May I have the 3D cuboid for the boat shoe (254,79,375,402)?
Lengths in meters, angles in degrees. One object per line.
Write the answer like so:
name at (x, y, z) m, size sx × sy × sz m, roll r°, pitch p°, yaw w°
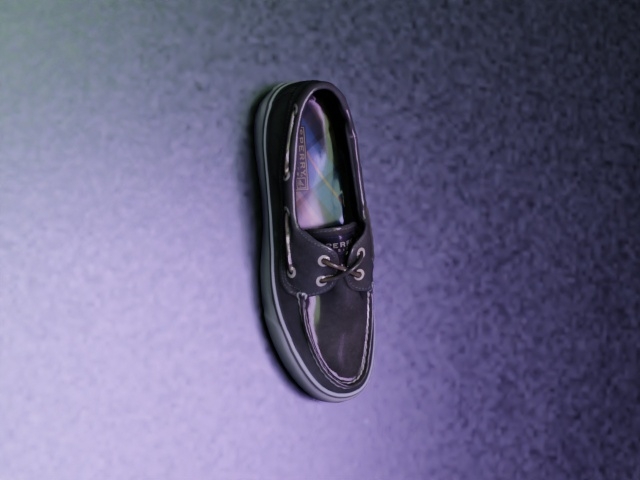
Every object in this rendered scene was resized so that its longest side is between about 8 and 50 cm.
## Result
boat shoe at (0.000, 0.000, 0.752) m, size 0.049 × 0.040 × 0.142 m, roll -10°, pitch 90°, yaw -25°
